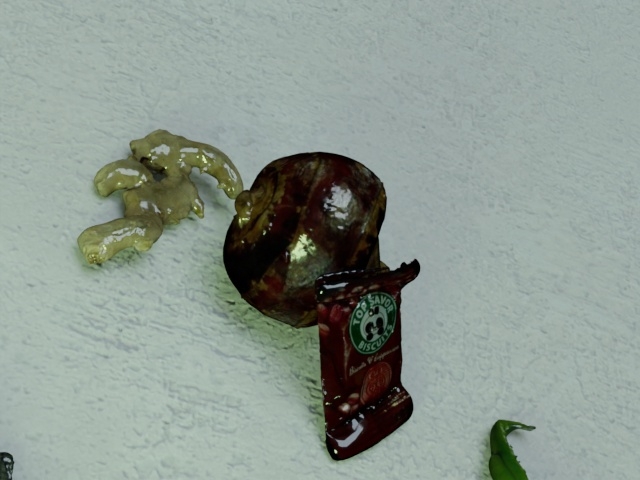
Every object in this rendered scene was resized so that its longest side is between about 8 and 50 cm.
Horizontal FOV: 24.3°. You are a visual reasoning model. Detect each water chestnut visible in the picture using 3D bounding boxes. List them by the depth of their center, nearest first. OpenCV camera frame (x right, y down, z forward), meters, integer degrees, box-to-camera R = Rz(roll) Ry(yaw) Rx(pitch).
[{"bbox_3d":[0.000,0.000,1.847,0.238,0.223,0.223,26,46,-6],"label":"water chestnut"}]

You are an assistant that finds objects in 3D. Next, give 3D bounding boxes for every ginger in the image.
[{"bbox_3d":[-0.224,-0.055,1.868,0.149,0.065,0.259,37,49,19],"label":"ginger"}]

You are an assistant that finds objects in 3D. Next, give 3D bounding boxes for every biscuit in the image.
[{"bbox_3d":[0.056,0.134,1.796,0.063,0.235,0.151,19,29,40],"label":"biscuit"}]

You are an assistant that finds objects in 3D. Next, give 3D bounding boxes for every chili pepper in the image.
[{"bbox_3d":[0.269,0.366,1.810,0.085,0.076,0.359,-9,57,-6],"label":"chili pepper"}]

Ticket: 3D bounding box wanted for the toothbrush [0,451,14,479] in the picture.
[{"bbox_3d":[-0.322,0.345,1.502,0.031,0.030,0.297,16,47,-32],"label":"toothbrush"}]
